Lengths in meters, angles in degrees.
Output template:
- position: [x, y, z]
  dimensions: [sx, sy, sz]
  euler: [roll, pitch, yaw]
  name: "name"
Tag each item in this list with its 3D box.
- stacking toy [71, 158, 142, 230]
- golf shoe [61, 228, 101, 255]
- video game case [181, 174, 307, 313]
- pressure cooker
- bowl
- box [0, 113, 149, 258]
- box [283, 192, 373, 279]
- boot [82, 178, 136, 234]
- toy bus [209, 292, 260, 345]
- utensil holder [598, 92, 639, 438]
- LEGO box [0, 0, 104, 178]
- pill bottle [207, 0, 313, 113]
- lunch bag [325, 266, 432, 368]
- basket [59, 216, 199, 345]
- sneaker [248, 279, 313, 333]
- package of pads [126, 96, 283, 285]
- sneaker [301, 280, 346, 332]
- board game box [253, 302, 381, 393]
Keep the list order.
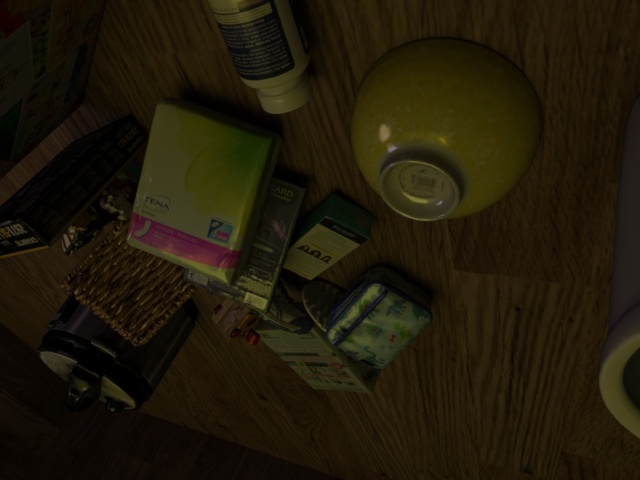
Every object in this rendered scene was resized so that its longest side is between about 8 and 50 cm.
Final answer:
- position: [-0.409, -0.116, 1.057]
  dimensions: [0.167, 0.221, 0.052]
  euler: [-9, 132, 37]
  name: "stacking toy"
- position: [-0.680, -0.054, 1.430]
  dimensions: [0.120, 0.105, 0.273]
  euler: [47, 136, -2]
  name: "golf shoe"
- position: [-0.156, -0.010, 1.025]
  dimensions: [0.196, 0.026, 0.274]
  euler: [21, 105, 8]
  name: "video game case"
- position: [-0.629, 0.320, 1.570]
  dimensions: [0.375, 0.420, 0.370]
  euler: [6, 140, 27]
  name: "pressure cooker"
- position: [0.162, -0.121, 0.749]
  dimensions: [0.289, 0.156, 0.289]
  euler: [17, 143, 13]
  name: "bowl"
- position: [-0.529, -0.110, 1.053]
  dimensions: [0.257, 0.322, 0.079]
  euler: [-7, 131, 37]
  name: "box"
- position: [0.000, 0.000, 1.069]
  dimensions: [0.100, 0.060, 0.244]
  euler: [26, 146, -18]
  name: "box"
- position: [-0.513, -0.056, 1.235]
  dimensions: [0.088, 0.176, 0.244]
  euler: [25, 146, 0]
  name: "boot"
- position: [-0.198, 0.177, 1.385]
  dimensions: [0.202, 0.191, 0.104]
  euler: [-1, 177, 32]
  name: "toy bus"
- position: [0.472, 0.002, 0.511]
  dimensions: [0.327, 0.385, 0.328]
  euler: [17, 143, 14]
  name: "utensil holder"
- position: [-0.521, -0.299, 0.769]
  dimensions: [0.193, 0.372, 0.500]
  euler: [36, 144, -13]
  name: "LEGO box"
- position: [-0.076, -0.283, 0.732]
  dimensions: [0.112, 0.112, 0.187]
  euler: [6, 139, 26]
  name: "pill bottle"
- position: [0.123, 0.173, 1.138]
  dimensions: [0.176, 0.090, 0.219]
  euler: [35, 119, -10]
  name: "lunch bag"
- position: [-0.387, 0.050, 1.170]
  dimensions: [0.223, 0.299, 0.213]
  euler: [43, 176, -15]
  name: "basket"
- position: [-0.131, 0.112, 1.239]
  dimensions: [0.296, 0.131, 0.112]
  euler: [32, 180, -3]
  name: "sneaker"
- position: [-0.221, -0.093, 0.957]
  dimensions: [0.229, 0.101, 0.297]
  euler: [21, 106, 7]
  name: "package of pads"
- position: [0.054, 0.213, 1.279]
  dimensions: [0.281, 0.105, 0.115]
  euler: [44, 160, -10]
  name: "sneaker"
- position: [-0.004, 0.303, 1.435]
  dimensions: [0.224, 0.097, 0.303]
  euler: [-9, 130, 41]
  name: "board game box"
